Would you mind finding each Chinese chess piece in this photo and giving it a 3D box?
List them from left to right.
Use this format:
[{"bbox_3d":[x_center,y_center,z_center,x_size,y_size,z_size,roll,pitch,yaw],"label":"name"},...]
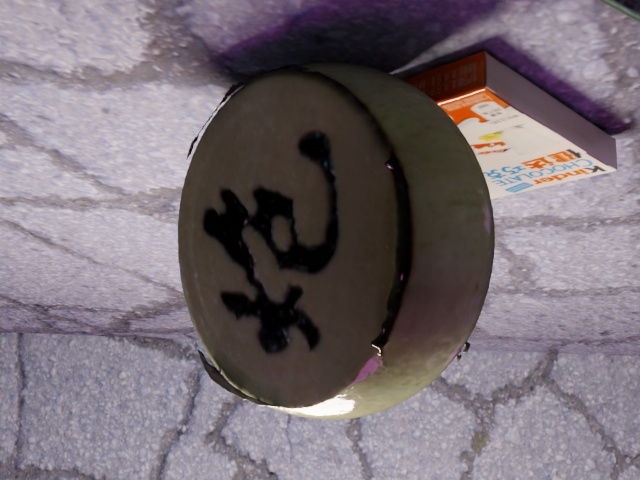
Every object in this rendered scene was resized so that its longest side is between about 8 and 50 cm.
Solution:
[{"bbox_3d":[0.000,0.000,0.897,0.146,0.350,0.349,1,170,-45],"label":"Chinese chess piece"}]

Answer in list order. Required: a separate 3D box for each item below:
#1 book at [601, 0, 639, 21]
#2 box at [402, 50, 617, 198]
[{"bbox_3d":[0.158,-0.180,0.580,0.282,0.215,0.025,14,119,-36],"label":"book"},{"bbox_3d":[0.151,-0.108,1.034,0.264,0.048,0.273,19,157,-41],"label":"box"}]
